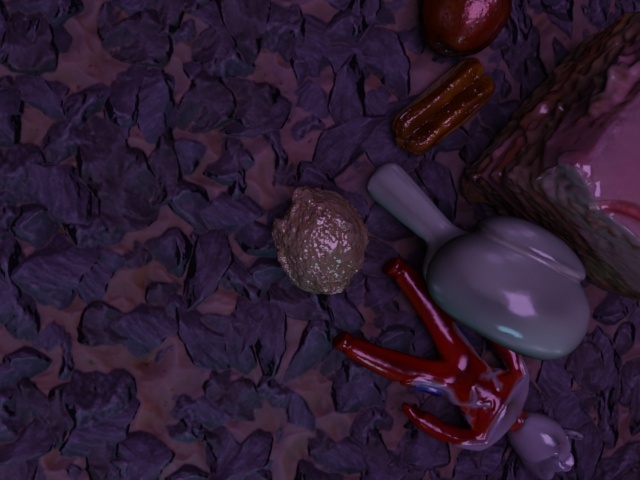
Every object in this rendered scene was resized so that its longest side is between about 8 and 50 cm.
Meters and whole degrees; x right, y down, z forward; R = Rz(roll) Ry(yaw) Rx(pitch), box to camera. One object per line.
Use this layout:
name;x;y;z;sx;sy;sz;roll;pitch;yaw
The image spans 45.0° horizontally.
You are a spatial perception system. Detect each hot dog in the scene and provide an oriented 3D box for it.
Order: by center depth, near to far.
hot dog;0.167;-0.182;1.063;0.165;0.045;0.071;-40;100;-8

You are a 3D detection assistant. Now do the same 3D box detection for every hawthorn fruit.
hawthorn fruit;0.191;-0.303;1.029;0.128;0.128;0.128;0;91;-12

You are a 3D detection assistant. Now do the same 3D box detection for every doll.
doll;0.206;0.195;1.056;0.384;0.099;0.188;40;76;-5

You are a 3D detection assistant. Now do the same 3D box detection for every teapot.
teapot;0.190;0.024;0.965;0.318;0.220;0.149;29;93;-1

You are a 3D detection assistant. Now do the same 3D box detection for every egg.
egg;0.000;0.000;0.996;0.118;0.116;0.140;-4;92;-40

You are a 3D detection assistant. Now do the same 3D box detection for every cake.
cake;0.406;-0.106;0.981;0.293;0.307;0.314;38;84;-11
